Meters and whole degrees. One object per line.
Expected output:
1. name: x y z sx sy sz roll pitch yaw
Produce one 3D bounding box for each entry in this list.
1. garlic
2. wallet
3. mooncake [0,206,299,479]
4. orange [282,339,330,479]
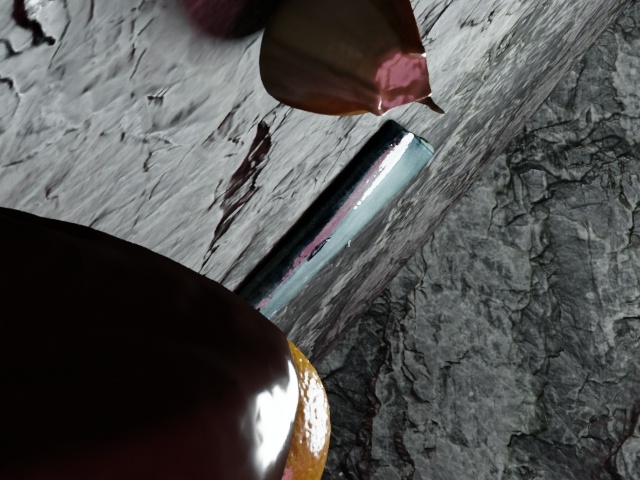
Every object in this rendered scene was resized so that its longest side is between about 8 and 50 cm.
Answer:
1. garlic: 0.023 -0.148 0.880 0.207 0.128 0.115 -32 122 -78
2. wallet: 0.000 0.000 1.590 0.379 0.046 0.191 -47 170 7
3. mooncake: -0.166 0.083 0.545 0.326 0.334 0.174 3 113 -35
4. orange: -0.123 0.209 1.319 0.264 0.264 0.264 -45 171 -9
